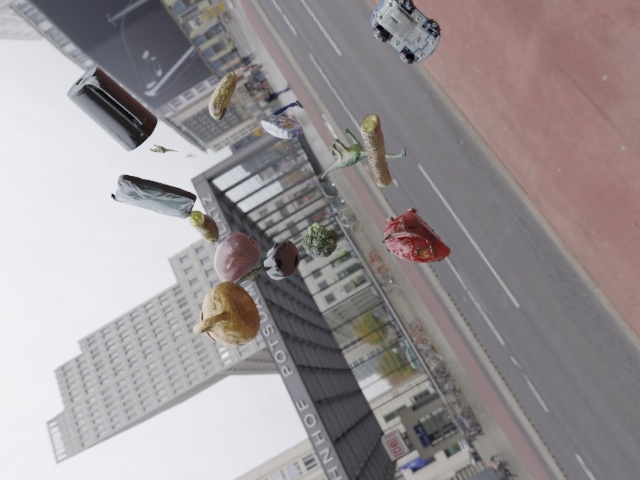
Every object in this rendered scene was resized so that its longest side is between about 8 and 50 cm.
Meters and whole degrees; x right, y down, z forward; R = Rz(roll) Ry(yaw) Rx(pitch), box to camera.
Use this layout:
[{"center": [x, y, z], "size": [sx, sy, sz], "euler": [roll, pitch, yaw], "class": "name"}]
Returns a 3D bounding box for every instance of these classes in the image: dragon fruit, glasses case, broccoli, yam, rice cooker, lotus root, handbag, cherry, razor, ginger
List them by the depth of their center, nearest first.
[{"center": [0.173, -0.261, 1.330], "size": [0.066, 0.066, 0.300], "euler": [61, -179, 30], "class": "yam"}, {"center": [0.000, 0.000, 1.691], "size": [0.162, 0.145, 0.138], "euler": [81, 163, -72], "class": "broccoli"}, {"center": [-0.155, -0.446, 1.709], "size": [0.248, 0.086, 0.065], "euler": [38, 146, 49], "class": "glasses case"}, {"center": [-0.697, -0.179, 1.831], "size": [0.191, 0.331, 0.075], "euler": [-44, 38, 53], "class": "handbag"}, {"center": [-0.140, -0.555, 1.836], "size": [0.044, 0.154, 0.028], "euler": [42, -129, -40], "class": "razor"}, {"center": [-0.168, 0.085, 1.914], "size": [0.142, 0.118, 0.203], "euler": [50, -147, -17], "class": "rice cooker"}, {"center": [-0.478, -0.710, 2.132], "size": [0.097, 0.259, 0.110], "euler": [26, -151, -17], "class": "lotus root"}, {"center": [0.455, -0.018, 2.159], "size": [0.344, 0.282, 0.100], "euler": [54, 167, 32], "class": "dragon fruit"}, {"center": [-0.441, 0.087, 2.304], "size": [0.221, 0.308, 0.261], "euler": [24, 174, 23], "class": "cherry"}, {"center": [-0.628, -0.077, 2.387], "size": [0.109, 0.116, 0.263], "euler": [41, 170, 22], "class": "ginger"}]

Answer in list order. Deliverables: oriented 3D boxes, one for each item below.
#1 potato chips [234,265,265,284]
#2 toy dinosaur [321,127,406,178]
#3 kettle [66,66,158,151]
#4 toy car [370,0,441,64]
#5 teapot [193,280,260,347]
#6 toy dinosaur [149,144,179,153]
[{"center": [-0.320, 0.168, 1.917], "size": [0.029, 0.202, 0.219], "euler": [54, -146, 7], "class": "potato chips"}, {"center": [0.182, -0.364, 2.040], "size": [0.301, 0.087, 0.447], "euler": [43, 139, 5], "class": "toy dinosaur"}, {"center": [-0.858, -0.533, 1.809], "size": [0.308, 0.203, 0.262], "euler": [46, -173, -43], "class": "kettle"}, {"center": [0.361, -0.898, 1.848], "size": [0.314, 0.198, 0.166], "euler": [26, -144, -27], "class": "toy car"}, {"center": [-0.303, 0.243, 1.350], "size": [0.204, 0.166, 0.311], "euler": [62, -169, 5], "class": "teapot"}, {"center": [-0.551, -0.317, 1.522], "size": [0.041, 0.113, 0.026], "euler": [20, -106, -77], "class": "toy dinosaur"}]
